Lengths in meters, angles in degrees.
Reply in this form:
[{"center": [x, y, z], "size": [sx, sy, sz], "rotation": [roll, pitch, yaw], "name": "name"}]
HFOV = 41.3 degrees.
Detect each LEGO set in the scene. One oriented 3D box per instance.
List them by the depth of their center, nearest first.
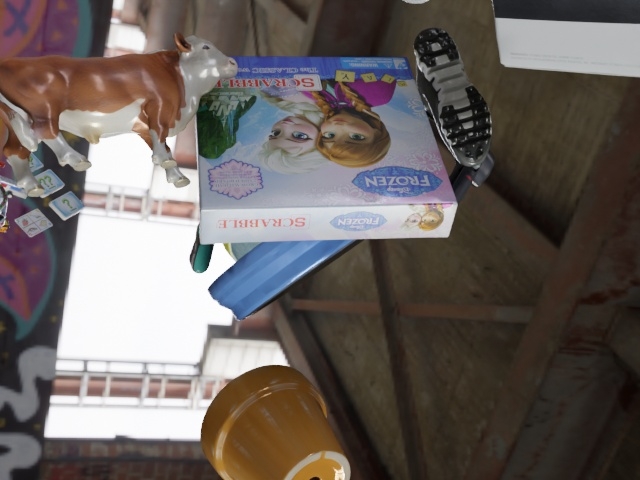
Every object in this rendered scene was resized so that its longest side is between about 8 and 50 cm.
[{"center": [-0.612, -0.104, 1.757], "size": [0.060, 0.182, 0.244], "rotation": [-42, -179, 30], "name": "LEGO set"}]

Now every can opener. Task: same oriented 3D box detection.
[{"center": [0.227, -0.096, 1.359], "size": [0.186, 0.073, 0.059], "rotation": [-53, -172, -29], "name": "can opener"}]

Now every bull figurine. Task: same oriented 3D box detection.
[{"center": [-0.246, -0.162, 1.042], "size": [0.101, 0.310, 0.188], "rotation": [127, -49, -60], "name": "bull figurine"}]

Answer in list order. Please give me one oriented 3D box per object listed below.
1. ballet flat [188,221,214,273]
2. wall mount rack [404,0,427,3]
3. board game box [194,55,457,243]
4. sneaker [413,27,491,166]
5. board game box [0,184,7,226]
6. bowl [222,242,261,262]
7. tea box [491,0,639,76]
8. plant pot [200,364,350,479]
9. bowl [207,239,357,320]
[{"center": [-0.182, -0.005, 1.338], "size": [0.041, 0.041, 0.114], "rotation": [45, -62, 62], "name": "ballet flat"}, {"center": [0.160, -0.586, 1.431], "size": [0.350, 0.304, 0.130], "rotation": [68, 23, -13], "name": "wall mount rack"}, {"center": [-0.009, -0.133, 1.141], "size": [0.066, 0.319, 0.318], "rotation": [98, -14, -46], "name": "board game box"}, {"center": [0.203, -0.208, 1.313], "size": [0.106, 0.078, 0.234], "rotation": [85, -12, -68], "name": "sneaker"}, {"center": [-0.645, -0.016, 1.526], "size": [0.060, 0.194, 0.194], "rotation": [54, -28, -1], "name": "board game box"}, {"center": [-0.142, -0.098, 1.950], "size": [0.156, 0.289, 0.289], "rotation": [40, -55, 31], "name": "bowl"}, {"center": [0.374, -0.440, 1.100], "size": [0.220, 0.329, 0.323], "rotation": [13, -41, 31], "name": "tea box"}, {"center": [-0.056, 0.327, 1.315], "size": [0.188, 0.205, 0.205], "rotation": [38, -60, 50], "name": "plant pot"}, {"center": [0.000, 0.000, 1.368], "size": [0.077, 0.391, 0.391], "rotation": [55, -31, 3], "name": "bowl"}]
